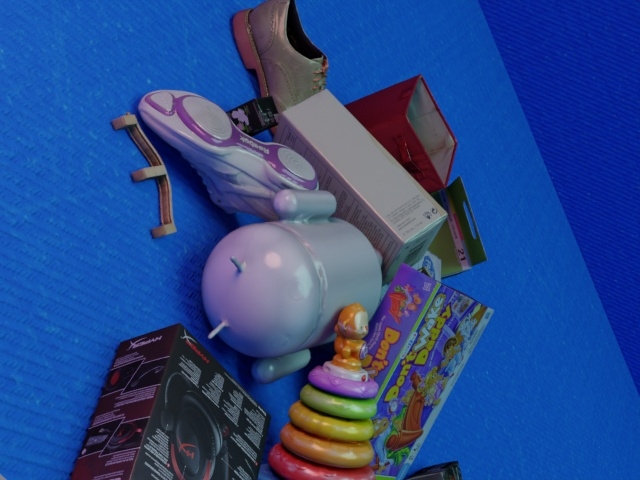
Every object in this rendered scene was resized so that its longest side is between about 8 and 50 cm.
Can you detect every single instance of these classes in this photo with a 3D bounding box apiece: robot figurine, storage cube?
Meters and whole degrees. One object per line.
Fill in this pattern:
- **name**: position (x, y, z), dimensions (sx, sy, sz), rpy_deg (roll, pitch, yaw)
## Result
- **robot figurine**: position (-0.042, 0.069, 1.572), dimensions (0.353, 0.199, 0.300), rpy_deg (-6, 105, -56)
- **storage cube**: position (0.147, -0.196, 2.116), dimensions (0.184, 0.193, 0.215), rpy_deg (58, 31, -24)

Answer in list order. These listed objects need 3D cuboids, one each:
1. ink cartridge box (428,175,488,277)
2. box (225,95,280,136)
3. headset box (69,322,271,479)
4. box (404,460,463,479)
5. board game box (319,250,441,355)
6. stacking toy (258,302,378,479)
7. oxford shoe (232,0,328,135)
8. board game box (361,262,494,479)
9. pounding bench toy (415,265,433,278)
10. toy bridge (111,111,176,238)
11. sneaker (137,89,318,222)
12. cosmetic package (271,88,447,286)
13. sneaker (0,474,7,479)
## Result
- **ink cartridge box**: position (0.251, -0.019, 2.162), dimensions (0.255, 0.097, 0.189), rpy_deg (127, -53, -81)
- **box**: position (-0.120, -0.204, 1.744), dimensions (0.062, 0.083, 0.052), rpy_deg (-23, 92, -63)
- **headset box**: position (-0.186, 0.288, 1.282), dimensions (0.218, 0.110, 0.293), rpy_deg (51, 33, -33)
- **box**: position (0.240, 0.566, 1.868), dimensions (0.242, 0.076, 0.308), rpy_deg (24, 51, -75)
- **board game box**: position (0.100, 0.098, 1.911), dimensions (0.318, 0.066, 0.319), rpy_deg (34, 43, -31)
- **stacking toy**: position (0.024, 0.239, 1.512), dimensions (0.175, 0.165, 0.302), rpy_deg (8, 97, -58)
- **oxford shoe**: position (-0.037, -0.277, 1.893), dimensions (0.348, 0.130, 0.123), rpy_deg (64, 28, -14)
- **board game box**: position (0.134, 0.230, 1.721), dimensions (0.233, 0.078, 0.347), rpy_deg (25, 94, -55)
- **pounding bench toy**: position (0.186, 0.101, 1.910), dimensions (0.083, 0.052, 0.065), rpy_deg (58, 36, -2)
- **toy bridge**: position (-0.249, -0.098, 1.503), dimensions (0.063, 0.026, 0.188), rpy_deg (-22, 93, -65)
- **sneaker**: position (-0.158, -0.115, 1.592), dimensions (0.305, 0.152, 0.114), rpy_deg (31, 37, -19)
- **cosmetic package**: position (0.054, -0.088, 1.754), dimensions (0.113, 0.160, 0.309), rpy_deg (-32, 72, -30)
- **sneaker**: position (-0.329, 0.332, 0.991), dimensions (0.302, 0.108, 0.121), rpy_deg (63, 24, -18)
